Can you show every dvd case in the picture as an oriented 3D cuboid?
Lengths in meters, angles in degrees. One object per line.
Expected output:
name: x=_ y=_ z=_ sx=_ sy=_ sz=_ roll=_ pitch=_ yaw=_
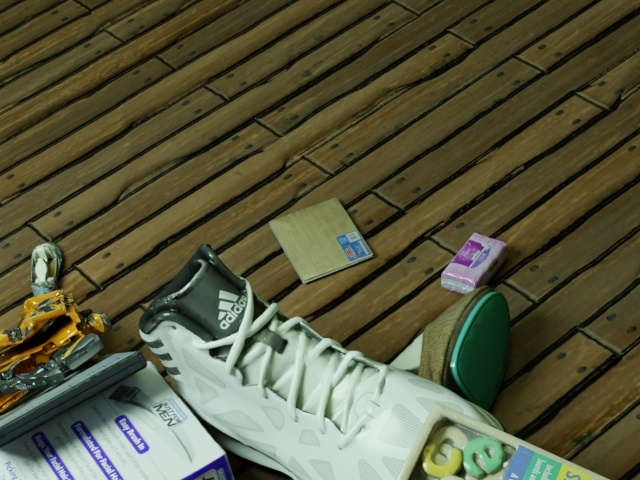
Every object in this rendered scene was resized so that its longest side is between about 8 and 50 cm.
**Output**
dvd case: x=-0.296 y=0.175 z=1.683 sx=0.180 sy=0.022 sz=0.253 roll=-28 pitch=4 yaw=-18

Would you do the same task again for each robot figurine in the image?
robot figurine: x=-0.381 y=0.147 z=1.754 sx=0.291 sy=0.085 sz=0.211 roll=-28 pitch=14 yaw=-6

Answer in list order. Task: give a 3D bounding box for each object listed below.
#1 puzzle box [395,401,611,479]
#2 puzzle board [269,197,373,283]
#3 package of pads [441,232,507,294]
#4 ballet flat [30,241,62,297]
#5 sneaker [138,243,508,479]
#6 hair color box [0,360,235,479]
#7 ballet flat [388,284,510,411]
puzzle box: x=0.135 y=0.375 z=1.300 sx=0.272 sy=0.052 sz=0.409 roll=23 pitch=73 yaw=14
puzzle board: x=0.000 y=0.000 z=1.933 sx=0.096 sy=0.011 sz=0.128 roll=-20 pitch=43 yaw=-11
package of pads: x=0.187 y=0.031 z=1.838 sx=0.050 sy=0.032 sz=0.083 roll=19 pitch=50 yaw=29
ballet flat: x=-0.357 y=0.030 z=1.962 sx=0.041 sy=0.041 sz=0.114 roll=-12 pitch=41 yaw=0
sneaker: x=-0.034 y=0.145 z=1.518 sx=0.447 sy=0.257 sz=0.169 roll=12 pitch=62 yaw=47
hair color box: x=-0.275 y=0.288 z=1.608 sx=0.339 sy=0.110 sz=0.185 roll=-29 pitch=42 yaw=-16
ballet flat: x=0.121 y=0.186 z=1.643 sx=0.124 sy=0.116 sz=0.342 roll=-11 pitch=43 yaw=27
